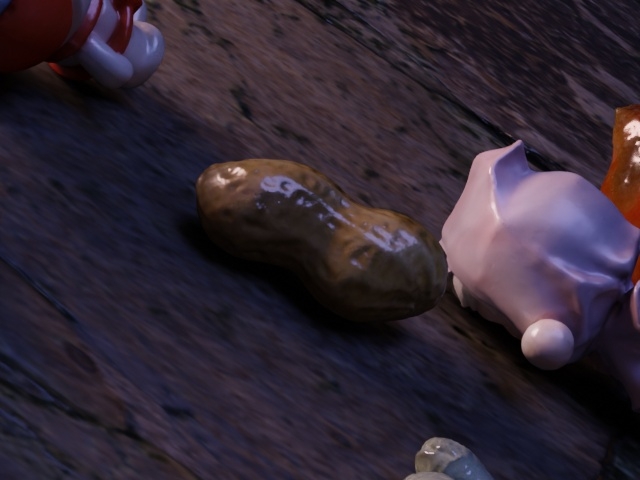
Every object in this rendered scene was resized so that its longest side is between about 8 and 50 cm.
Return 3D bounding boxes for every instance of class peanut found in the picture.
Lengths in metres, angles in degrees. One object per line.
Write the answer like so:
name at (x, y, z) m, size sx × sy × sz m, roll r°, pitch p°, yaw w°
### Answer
peanut at (0.000, 0.001, 1.314) m, size 0.193 × 0.089 × 0.089 m, roll 26°, pitch 28°, yaw -7°

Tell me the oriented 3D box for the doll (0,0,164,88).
doll at (-0.227, -0.186, 1.307) m, size 0.290 × 0.130 × 0.161 m, roll 25°, pitch 31°, yaw -49°

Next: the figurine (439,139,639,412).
figurine at (0.209, 0.044, 1.415) m, size 0.276 × 0.133 × 0.200 m, roll 36°, pitch 23°, yaw 2°

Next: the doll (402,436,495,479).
doll at (0.074, 0.185, 1.103) m, size 0.103 × 0.071 × 0.214 m, roll 38°, pitch 20°, yaw -5°

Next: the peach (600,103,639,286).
peach at (0.336, -0.017, 1.551) m, size 0.256 × 0.232 × 0.232 m, roll 56°, pitch 29°, yaw 3°
